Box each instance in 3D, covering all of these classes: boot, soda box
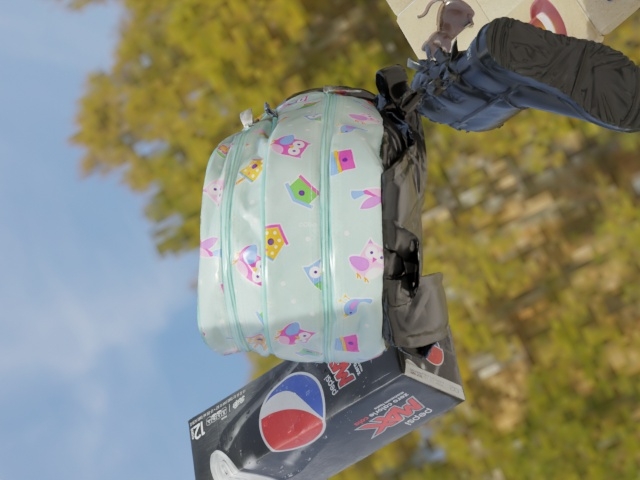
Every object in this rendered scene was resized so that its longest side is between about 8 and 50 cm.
[{"bbox_3d":[0.115,-0.083,1.122,0.121,0.099,0.045,19,-111,-18],"label":"boot"},{"bbox_3d":[0.001,0.100,1.162,0.060,0.169,0.053,25,-137,-41],"label":"soda box"}]

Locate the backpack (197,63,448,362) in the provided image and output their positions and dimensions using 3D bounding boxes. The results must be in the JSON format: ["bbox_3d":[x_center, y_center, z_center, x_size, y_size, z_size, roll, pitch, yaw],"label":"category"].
[{"bbox_3d":[0.000,0.000,0.972,0.182,0.115,0.152,-69,-28,-80],"label":"backpack"}]

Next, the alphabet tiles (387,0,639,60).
[{"bbox_3d":[0.157,-0.274,1.292,0.011,0.342,0.285,12,-137,-53],"label":"alphabet tiles"}]
